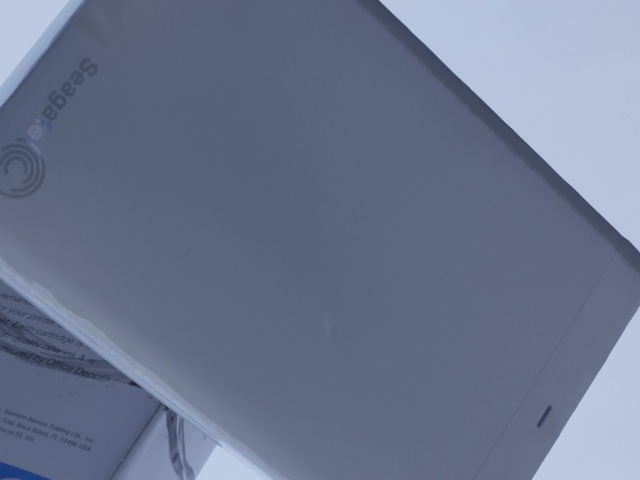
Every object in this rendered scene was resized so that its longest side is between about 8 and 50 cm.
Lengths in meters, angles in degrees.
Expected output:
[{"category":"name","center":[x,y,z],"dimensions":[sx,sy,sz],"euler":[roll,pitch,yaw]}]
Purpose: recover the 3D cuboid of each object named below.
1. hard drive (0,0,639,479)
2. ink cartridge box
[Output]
[{"category":"hard drive","center":[0.000,0.000,0.663],"dimensions":[0.307,0.040,0.203],"euler":[41,-106,-21]},{"category":"ink cartridge box","center":[-0.210,0.134,1.059],"dimensions":[0.223,0.129,0.307],"euler":[14,-137,19]}]
